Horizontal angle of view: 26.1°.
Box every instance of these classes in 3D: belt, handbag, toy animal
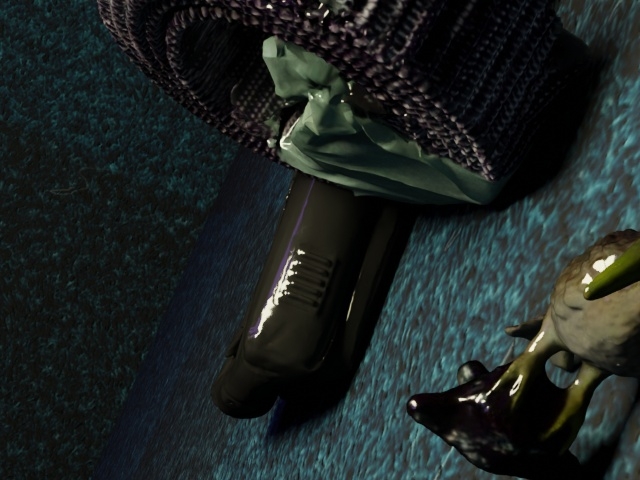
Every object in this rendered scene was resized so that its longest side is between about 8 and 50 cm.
[{"bbox_3d":[0.000,-0.114,0.803,0.122,0.260,0.325,-62,8,-12],"label":"belt"},{"bbox_3d":[0.000,0.000,1.057,0.244,0.088,0.275,133,156,-69],"label":"handbag"},{"bbox_3d":[0.102,0.023,0.488,0.105,0.070,0.202,-49,-6,-35],"label":"toy animal"}]
